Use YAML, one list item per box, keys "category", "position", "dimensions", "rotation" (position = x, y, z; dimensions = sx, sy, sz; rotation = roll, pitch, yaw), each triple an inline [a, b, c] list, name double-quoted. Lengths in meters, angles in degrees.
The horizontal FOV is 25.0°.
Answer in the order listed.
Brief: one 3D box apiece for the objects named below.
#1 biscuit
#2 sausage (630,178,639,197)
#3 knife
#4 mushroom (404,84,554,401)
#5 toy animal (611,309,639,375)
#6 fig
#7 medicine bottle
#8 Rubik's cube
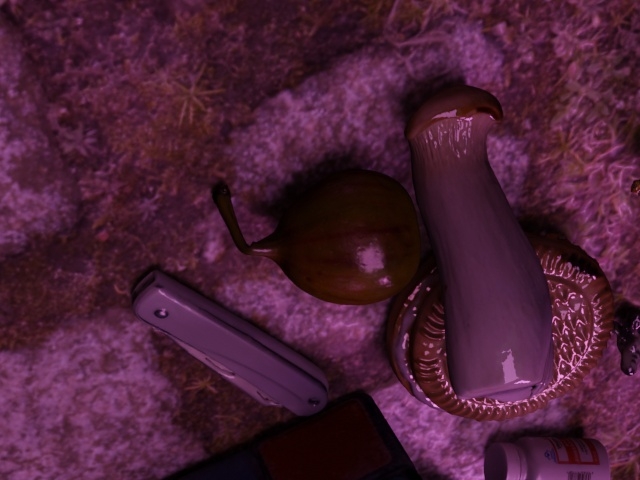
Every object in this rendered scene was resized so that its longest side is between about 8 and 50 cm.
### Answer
- category: "biscuit"
  position: [0.201, 0.097, 1.609]
  dimensions: [0.259, 0.079, 0.259]
  rotation: [-8, 122, -13]
- category: "sausage"
  position: [0.498, -0.095, 1.564]
  dimensions: [0.347, 0.123, 0.123]
  rotation: [-15, 123, -9]
- category: "knife"
  position: [-0.096, 0.117, 1.548]
  dimensions: [0.073, 0.041, 0.265]
  rotation: [-40, 125, 21]
- category: "mushroom"
  position: [0.159, 0.009, 1.458]
  dimensions: [0.122, 0.159, 0.329]
  rotation: [-13, 87, -4]
- category: "toy animal"
  position: [0.453, 0.124, 1.716]
  dimensions: [0.217, 0.073, 0.176]
  rotation: [-29, 110, -5]
- category: "fig"
  position: [0.011, -0.001, 1.449]
  dimensions: [0.186, 0.142, 0.148]
  rotation: [-14, 97, -25]
- category: "medicine bottle"
  position: [0.273, 0.277, 1.741]
  dimensions: [0.140, 0.079, 0.079]
  rotation: [5, 118, -20]
- category: "Rubik's cube"
  position: [0.007, 0.416, 1.597]
  dimensions: [0.313, 0.318, 0.316]
  rotation: [-24, 125, -5]
